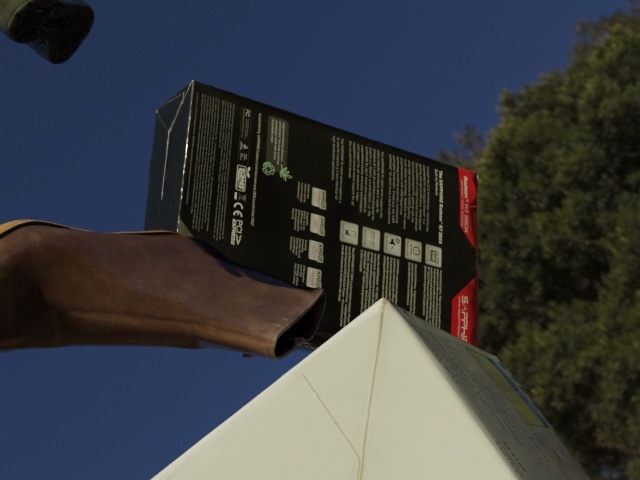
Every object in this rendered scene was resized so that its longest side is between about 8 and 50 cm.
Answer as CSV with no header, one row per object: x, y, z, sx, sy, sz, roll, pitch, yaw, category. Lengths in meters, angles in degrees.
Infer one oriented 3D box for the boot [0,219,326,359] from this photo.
-0.125,0.044,0.735,0.248,0.207,0.090,-25,-54,-66,boot

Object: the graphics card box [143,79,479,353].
0.000,0.000,1.067,0.371,0.094,0.232,14,-111,-32,graphics card box

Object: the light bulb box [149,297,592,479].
0.106,0.263,0.704,0.225,0.358,0.361,-38,-21,8,light bulb box

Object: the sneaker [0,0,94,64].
-0.213,-0.168,0.679,0.051,0.089,0.170,-53,0,4,sneaker
